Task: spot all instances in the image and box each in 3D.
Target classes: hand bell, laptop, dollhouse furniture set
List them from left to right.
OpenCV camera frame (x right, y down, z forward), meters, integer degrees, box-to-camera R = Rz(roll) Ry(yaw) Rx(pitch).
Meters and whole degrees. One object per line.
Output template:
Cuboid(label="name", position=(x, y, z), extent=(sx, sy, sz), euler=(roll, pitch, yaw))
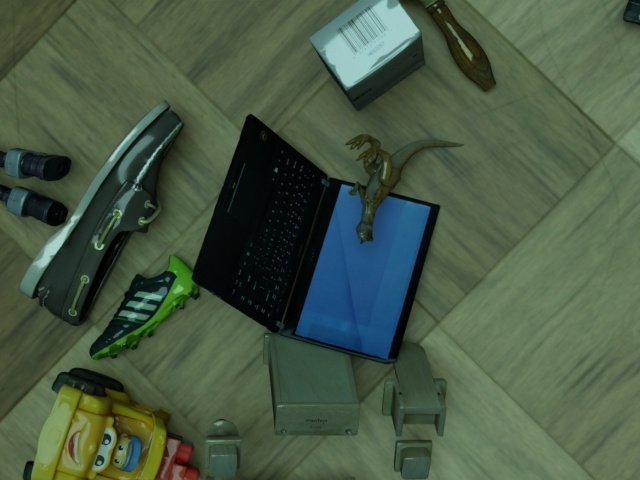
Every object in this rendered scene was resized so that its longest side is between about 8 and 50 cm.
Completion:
Cuboid(label="dollhouse furniture set", position=(-0.003, 0.315, 1.706), extent=(0.303, 0.174, 0.355), euler=(0, 118, -6))
Cuboid(label="laptop", position=(0.000, 0.000, 1.626), extent=(0.136, 0.264, 0.234), euler=(-2, 62, 41))
Cuboid(label="hand bell", position=(0.156, -0.300, 1.686), extent=(0.126, 0.126, 0.242), euler=(-34, 98, 5))

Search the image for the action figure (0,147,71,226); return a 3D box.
Cuboid(label="action figure", position=(-0.484, -0.099, 1.741), extent=(0.285, 0.099, 0.185), euler=(16, 104, 9))

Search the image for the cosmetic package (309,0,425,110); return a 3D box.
Cuboid(label="cosmetic package", position=(0.063, -0.237, 1.613), extent=(0.117, 0.231, 0.085), euler=(-36, 85, 5))

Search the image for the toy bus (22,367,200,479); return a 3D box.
Cuboid(label="toy bus", position=(-0.255, 0.267, 1.651), extent=(0.211, 0.220, 0.149), euler=(20, 86, 1))

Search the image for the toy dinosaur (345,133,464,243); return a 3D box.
Cuboid(label="toy dinosaur", position=(0.086, -0.091, 1.660), extent=(0.064, 0.112, 0.211), euler=(12, 57, 46))

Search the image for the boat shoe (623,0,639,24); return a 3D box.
Cuboid(label="boat shoe", position=(0.534, -0.255, 1.621), extent=(0.306, 0.113, 0.105), euler=(25, 98, 9))

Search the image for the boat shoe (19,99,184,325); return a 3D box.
Cuboid(label="boat shoe", position=(-0.272, -0.035, 1.710), extent=(0.096, 0.116, 0.324), euler=(37, 97, 2))

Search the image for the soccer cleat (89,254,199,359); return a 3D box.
Cuboid(label="soccer cleat", position=(-0.245, 0.092, 1.734), extent=(0.179, 0.060, 0.072), euler=(-38, 75, -2))
